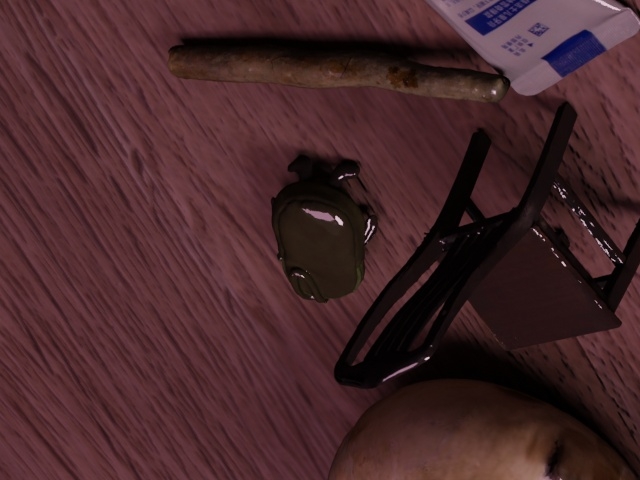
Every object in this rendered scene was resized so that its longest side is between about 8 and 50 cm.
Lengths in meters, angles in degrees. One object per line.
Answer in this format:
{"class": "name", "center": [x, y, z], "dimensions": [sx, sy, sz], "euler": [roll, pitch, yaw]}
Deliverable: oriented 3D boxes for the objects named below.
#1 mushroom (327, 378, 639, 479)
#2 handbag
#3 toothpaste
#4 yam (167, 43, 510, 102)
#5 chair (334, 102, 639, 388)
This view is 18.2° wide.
{"class": "mushroom", "center": [0.112, 0.197, 1.317], "dimensions": [0.255, 0.184, 0.255], "euler": [33, 151, 21]}
{"class": "handbag", "center": [0.000, 0.000, 1.271], "dimensions": [0.072, 0.047, 0.111], "euler": [11, 140, 17]}
{"class": "toothpaste", "center": [0.044, -0.172, 1.045], "dimensions": [0.266, 0.061, 0.096], "euler": [36, 143, -19]}
{"class": "yam", "center": [0.008, -0.098, 1.166], "dimensions": [0.234, 0.027, 0.029], "euler": [8, 144, 33]}
{"class": "chair", "center": [0.099, 0.034, 1.102], "dimensions": [0.084, 0.212, 0.101], "euler": [-17, 122, 45]}
